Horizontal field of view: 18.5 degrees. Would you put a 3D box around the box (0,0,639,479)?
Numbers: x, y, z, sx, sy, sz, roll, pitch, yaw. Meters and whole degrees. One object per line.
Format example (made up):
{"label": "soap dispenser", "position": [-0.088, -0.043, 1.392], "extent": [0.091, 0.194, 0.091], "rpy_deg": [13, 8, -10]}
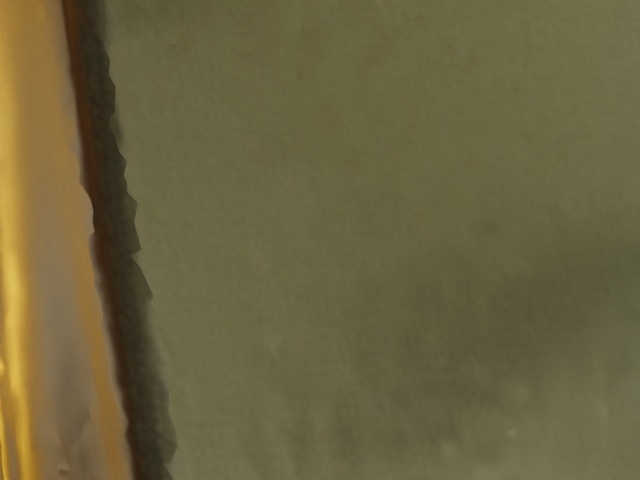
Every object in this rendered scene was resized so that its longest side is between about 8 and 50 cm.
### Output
{"label": "box", "position": [0.000, 0.000, 0.574], "extent": [0.204, 0.251, 0.345], "rpy_deg": [-30, -116, 54]}
